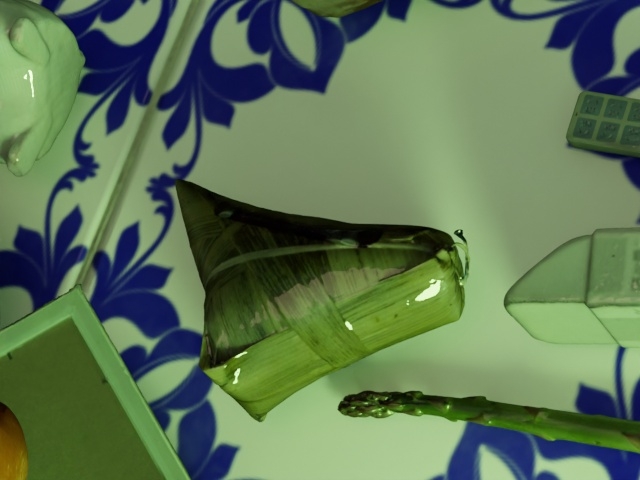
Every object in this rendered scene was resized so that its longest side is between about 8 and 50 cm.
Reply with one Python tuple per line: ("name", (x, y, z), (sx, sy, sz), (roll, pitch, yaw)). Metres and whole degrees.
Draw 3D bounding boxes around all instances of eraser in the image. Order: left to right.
("eraser", (0.294, 0.029, 1.261), (0.352, 0.089, 0.061), (-2, 66, 26))

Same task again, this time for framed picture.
("framed picture", (-0.235, 0.197, 1.434), (0.293, 0.018, 0.231), (-29, 92, 14))

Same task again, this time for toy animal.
("toy animal", (-0.336, -0.129, 1.581), (0.282, 0.140, 0.138), (1, 30, 6))

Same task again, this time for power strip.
("power strip", (0.215, -0.079, 1.386), (0.090, 0.016, 0.040), (12, 75, 30))

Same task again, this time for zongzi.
("zongzi", (0.002, -0.002, 1.422), (0.205, 0.094, 0.204), (-25, 52, 11))

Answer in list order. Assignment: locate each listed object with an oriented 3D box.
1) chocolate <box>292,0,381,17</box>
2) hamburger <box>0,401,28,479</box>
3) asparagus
("chocolate", (0.062, -0.251, 1.487), (0.214, 0.093, 0.148), (-12, 64, 21))
("hamburger", (-0.326, 0.238, 1.285), (0.330, 0.330, 0.250), (-10, 90, 23))
("asparagus", (0.122, 0.121, 1.348), (0.248, 0.025, 0.024), (5, 115, 28))
